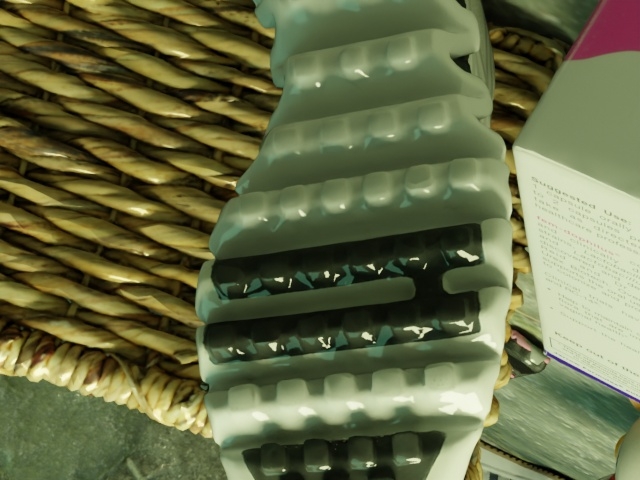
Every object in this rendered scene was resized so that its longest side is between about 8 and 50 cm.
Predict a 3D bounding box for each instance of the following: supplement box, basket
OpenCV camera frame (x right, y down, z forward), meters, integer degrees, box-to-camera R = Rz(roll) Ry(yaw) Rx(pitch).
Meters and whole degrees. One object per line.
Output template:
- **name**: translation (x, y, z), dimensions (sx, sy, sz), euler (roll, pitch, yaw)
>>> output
- **supplement box**: translation (0.156, -0.010, 0.543), dimensions (0.114, 0.111, 0.220), euler (27, 165, 23)
- **basket**: translation (-0.060, -0.005, 0.655), dimensions (0.299, 0.223, 0.213), euler (17, 162, -5)

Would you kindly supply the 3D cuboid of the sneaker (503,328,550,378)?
- **sneaker**: translation (0.137, 0.101, 1.079), dimensions (0.047, 0.057, 0.119), euler (39, 164, -15)

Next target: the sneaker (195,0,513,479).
- **sneaker**: translation (0.024, -0.026, 0.498), dimensions (0.110, 0.292, 0.118), euler (-2, 164, 18)

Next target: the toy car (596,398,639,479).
- **toy car**: translation (0.243, 0.177, 0.924), dimensions (0.210, 0.219, 0.238), euler (19, 131, 47)

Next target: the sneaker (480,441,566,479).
- **sneaker**: translation (0.197, 0.317, 1.473), dimensions (0.282, 0.153, 0.099), euler (20, 161, 43)
